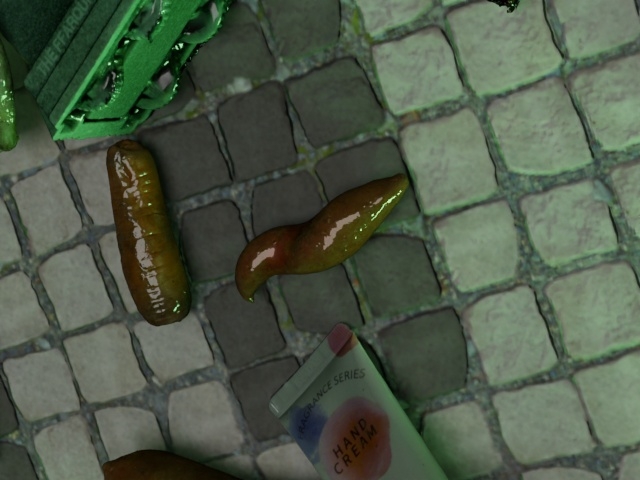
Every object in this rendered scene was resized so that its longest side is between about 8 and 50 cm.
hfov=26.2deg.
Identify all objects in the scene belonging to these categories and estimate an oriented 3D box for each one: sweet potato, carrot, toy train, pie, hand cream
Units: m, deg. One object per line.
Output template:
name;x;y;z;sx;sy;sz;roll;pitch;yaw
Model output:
sweet potato;-0.001;-0.002;1.256;0.202;0.058;0.055;-28;111;23
carrot;-0.170;-0.007;1.321;0.060;0.060;0.186;-14;94;23
sweet potato;-0.075;0.266;1.330;0.292;0.097;0.097;9;105;11
toy train;-0.169;-0.247;1.233;0.178;0.138;0.330;47;116;16
pie;-0.335;-0.166;1.306;0.187;0.041;0.187;43;146;39
hand cream;0.070;0.235;1.231;0.124;0.078;0.340;-50;59;23

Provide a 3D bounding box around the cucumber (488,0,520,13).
cucumber;0.108;-0.264;1.160;0.053;0.053;0.181;-43;87;24
